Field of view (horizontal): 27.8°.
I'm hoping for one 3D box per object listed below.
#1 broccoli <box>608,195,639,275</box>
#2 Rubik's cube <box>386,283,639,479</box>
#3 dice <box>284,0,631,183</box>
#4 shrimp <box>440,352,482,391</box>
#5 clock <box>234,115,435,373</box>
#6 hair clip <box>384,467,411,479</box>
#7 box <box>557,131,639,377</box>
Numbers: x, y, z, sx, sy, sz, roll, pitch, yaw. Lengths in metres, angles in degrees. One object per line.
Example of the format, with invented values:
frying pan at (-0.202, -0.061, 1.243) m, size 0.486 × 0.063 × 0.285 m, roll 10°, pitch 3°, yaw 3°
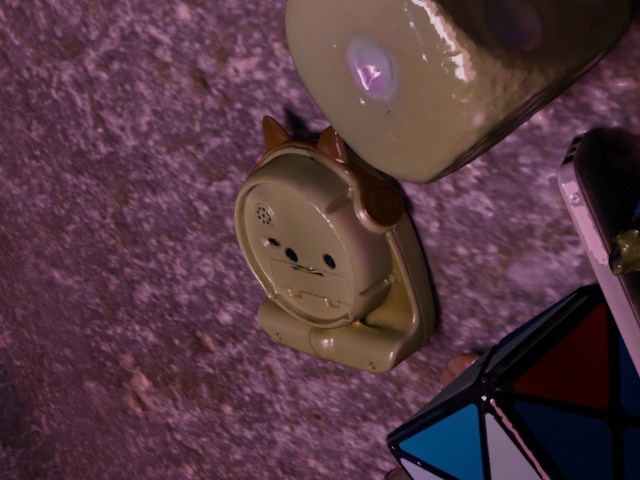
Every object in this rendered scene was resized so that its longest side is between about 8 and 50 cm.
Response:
broccoli at (0.359, -0.009, 1.291) m, size 0.167 × 0.160 × 0.154 m, roll 100°, pitch 155°, yaw -59°
Rubik's cube at (0.271, 0.234, 1.518) m, size 0.248 × 0.246 × 0.250 m, roll 53°, pitch 146°, yaw 5°
dice at (0.132, -0.224, 1.303) m, size 0.252 × 0.250 × 0.254 m, roll 54°, pitch 146°, yaw 5°
shrimp at (0.243, 0.261, 1.749) m, size 0.145 × 0.059 × 0.254 m, roll -2°, pitch 113°, yaw 42°
clock at (0.000, 0.000, 1.771) m, size 0.286 × 0.117 × 0.348 m, roll 12°, pitch 127°, yaw 45°
hair clip at (0.184, 0.411, 1.872) m, size 0.300 × 0.173 × 0.069 m, roll 32°, pitch 144°, yaw 64°
box at (0.324, 0.029, 1.383) m, size 0.044 × 0.142 × 0.285 m, roll -19°, pitch 105°, yaw 27°
